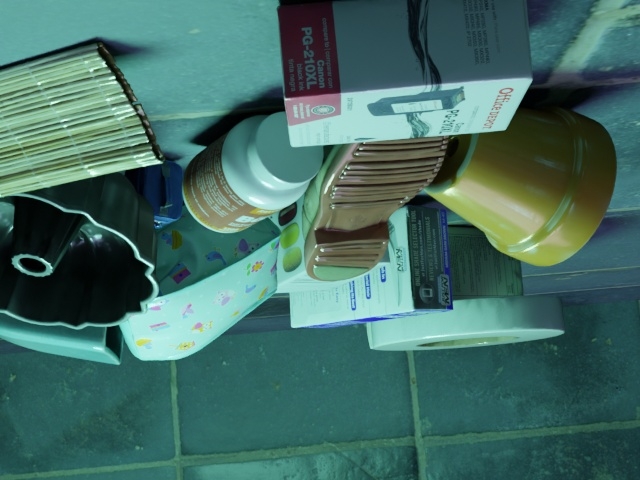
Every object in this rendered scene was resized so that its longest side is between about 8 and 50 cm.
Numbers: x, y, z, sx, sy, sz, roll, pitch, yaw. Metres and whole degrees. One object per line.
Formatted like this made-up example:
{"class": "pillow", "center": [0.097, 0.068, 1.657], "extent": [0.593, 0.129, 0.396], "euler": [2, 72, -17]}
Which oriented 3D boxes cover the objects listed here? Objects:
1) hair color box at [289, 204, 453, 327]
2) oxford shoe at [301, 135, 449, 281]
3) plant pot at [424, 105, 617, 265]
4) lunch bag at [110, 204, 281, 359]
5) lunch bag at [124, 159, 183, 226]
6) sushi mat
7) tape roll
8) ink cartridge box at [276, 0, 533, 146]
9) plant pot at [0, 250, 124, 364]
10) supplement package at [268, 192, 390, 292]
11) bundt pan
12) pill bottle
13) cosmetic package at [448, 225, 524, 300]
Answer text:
{"class": "hair color box", "center": [0.083, 0.055, 1.991], "extent": [0.110, 0.185, 0.339], "euler": [3, 170, -38]}
{"class": "oxford shoe", "center": [0.046, -0.101, 1.379], "extent": [0.141, 0.146, 0.397], "euler": [0, 148, -21]}
{"class": "plant pot", "center": [0.236, -0.090, 1.386], "extent": [0.188, 0.205, 0.205], "euler": [19, 159, -27]}
{"class": "lunch bag", "center": [-0.202, 0.059, 1.667], "extent": [0.262, 0.160, 0.223], "euler": [-34, 159, -18]}
{"class": "lunch bag", "center": [-0.230, -0.064, 1.508], "extent": [0.067, 0.098, 0.065], "euler": [10, 159, -38]}
{"class": "sushi mat", "center": [-0.331, -0.116, 1.181], "extent": [0.317, 0.019, 0.151], "euler": [-10, 125, 24]}
{"class": "tape roll", "center": [0.292, 0.170, 2.192], "extent": [0.392, 0.071, 0.392], "euler": [-5, 171, -1]}
{"class": "ink cartridge box", "center": [0.081, -0.170, 1.096], "extent": [0.237, 0.100, 0.172], "euler": [-5, 170, 0]}
{"class": "plant pot", "center": [-0.431, 0.052, 1.677], "extent": [0.253, 0.247, 0.248], "euler": [4, 168, -3]}
{"class": "supplement package", "center": [0.000, 0.000, 1.833], "extent": [0.134, 0.139, 0.244], "euler": [-1, 167, -24]}
{"class": "bundt pan", "center": [-0.361, -0.017, 1.428], "extent": [0.331, 0.124, 0.330], "euler": [7, 147, 4]}
{"class": "pill bottle", "center": [-0.085, -0.088, 1.386], "extent": [0.121, 0.121, 0.216], "euler": [1, 168, -28]}
{"class": "cosmetic package", "center": [0.252, 0.057, 2.188], "extent": [0.310, 0.160, 0.113], "euler": [3, 167, -32]}
